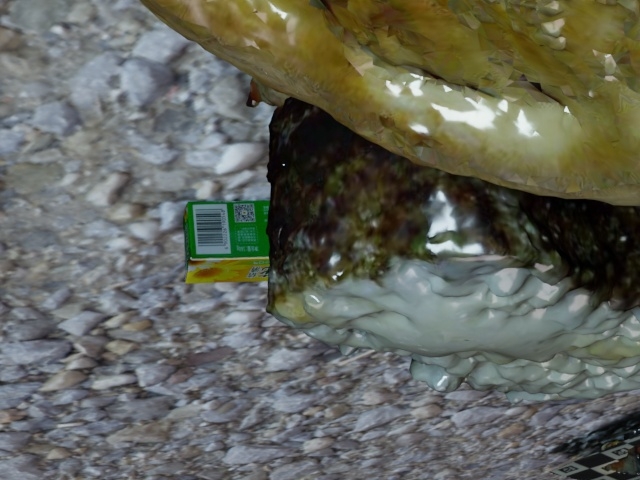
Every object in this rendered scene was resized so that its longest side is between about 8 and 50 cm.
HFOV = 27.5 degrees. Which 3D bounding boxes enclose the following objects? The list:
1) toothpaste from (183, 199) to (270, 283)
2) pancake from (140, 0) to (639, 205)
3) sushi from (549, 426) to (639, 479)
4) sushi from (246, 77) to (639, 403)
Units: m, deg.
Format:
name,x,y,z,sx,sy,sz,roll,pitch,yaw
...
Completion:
name,x,y,z,sx,sy,sz,roll,pitch,yaw
toothpaste,0.000,0.000,0.847,0.179,0.043,0.037,-1,151,-12
pancake,0.041,-0.132,0.416,0.382,0.071,0.382,22,152,12
sushi,0.351,0.224,1.363,0.201,0.031,0.139,20,142,-36
sushi,0.100,-0.014,0.717,0.343,0.181,0.196,20,146,-40
